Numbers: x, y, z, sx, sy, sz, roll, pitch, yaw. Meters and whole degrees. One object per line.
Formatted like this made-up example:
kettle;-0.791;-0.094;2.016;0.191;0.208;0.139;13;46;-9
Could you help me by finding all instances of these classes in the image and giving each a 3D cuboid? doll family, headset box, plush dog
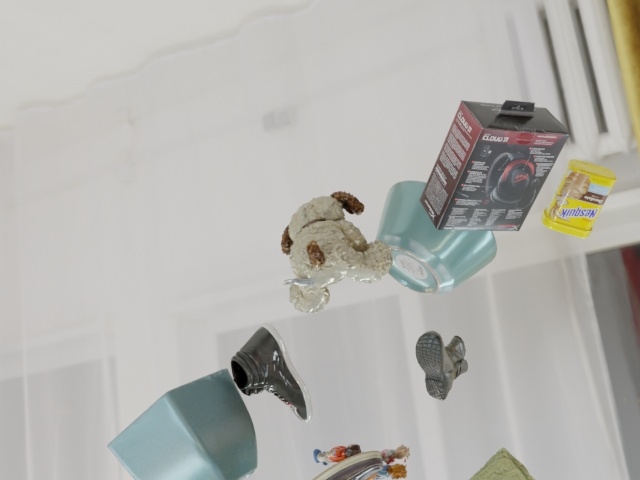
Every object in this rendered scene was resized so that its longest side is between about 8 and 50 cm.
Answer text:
doll family;0.119;0.556;1.972;0.263;0.118;0.163;13;155;-40
headset box;0.367;-0.164;1.721;0.218;0.110;0.293;0;131;-22
plush dog;0.000;0.000;1.818;0.262;0.225;0.210;-29;136;14

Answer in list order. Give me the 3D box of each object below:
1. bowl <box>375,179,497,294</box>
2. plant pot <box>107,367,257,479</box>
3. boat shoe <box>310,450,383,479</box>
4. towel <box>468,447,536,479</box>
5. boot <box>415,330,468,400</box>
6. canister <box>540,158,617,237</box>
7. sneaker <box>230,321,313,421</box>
bowl;0.256;0.018;2.002;0.311;0.163;0.311;31;157;15
plant pot;-0.296;0.496;1.944;0.248;0.252;0.247;-43;165;24
boat shoe;0.011;0.526;1.647;0.285;0.092;0.103;-29;149;-4
towel;0.311;0.453;1.447;0.148;0.110;0.027;-43;170;-1
boot;0.349;0.317;2.307;0.083;0.246;0.161;13;-139;35
canister;0.628;-0.103;1.985;0.126;0.073;0.170;15;122;-3
sneaker;-0.128;0.360;2.024;0.147;0.296;0.104;-35;-155;-25
